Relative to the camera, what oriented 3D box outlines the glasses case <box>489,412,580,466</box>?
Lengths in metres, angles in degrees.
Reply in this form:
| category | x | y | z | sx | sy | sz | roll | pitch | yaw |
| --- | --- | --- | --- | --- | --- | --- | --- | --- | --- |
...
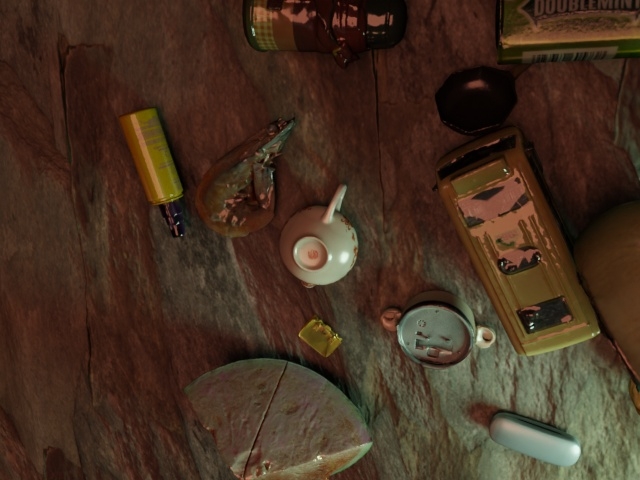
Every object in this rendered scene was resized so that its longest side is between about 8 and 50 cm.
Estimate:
| category | x | y | z | sx | sy | sz | roll | pitch | yaw |
| --- | --- | --- | --- | --- | --- | --- | --- | --- | --- |
| glasses case | 0.435 | 0.406 | 1.191 | 0.179 | 0.045 | 0.067 | 17 | 113 | 12 |

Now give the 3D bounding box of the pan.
| category | x | y | z | sx | sy | sz | roll | pitch | yaw |
| --- | --- | --- | --- | --- | --- | --- | --- | --- | --- |
| pan | 0.300 | -0.240 | 0.987 | 0.202 | 0.048 | 0.128 | -13 | 67 | 12 |

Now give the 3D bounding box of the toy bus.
| category | x | y | z | sx | sy | sz | roll | pitch | yaw |
| --- | --- | --- | --- | --- | --- | --- | --- | --- | --- |
| toy bus | 0.336 | -0.002 | 0.993 | 0.177 | 0.202 | 0.365 | -25 | 99 | 24 |

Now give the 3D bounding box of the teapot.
| category | x | y | z | sx | sy | sz | roll | pitch | yaw |
| --- | --- | --- | --- | --- | --- | --- | --- | --- | --- |
| teapot | 0.000 | 0.000 | 1.162 | 0.159 | 0.116 | 0.245 | 34 | 110 | 16 |

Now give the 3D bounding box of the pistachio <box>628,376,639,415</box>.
| category | x | y | z | sx | sy | sz | roll | pitch | yaw |
| --- | --- | --- | --- | --- | --- | --- | --- | --- | --- |
| pistachio | 0.648 | 0.247 | 1.036 | 0.200 | 0.117 | 0.145 | -41 | 130 | 15 |

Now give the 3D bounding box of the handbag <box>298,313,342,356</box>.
| category | x | y | z | sx | sy | sz | roll | pitch | yaw |
| --- | --- | --- | --- | --- | --- | --- | --- | --- | --- |
| handbag | 0.000 | 0.208 | 1.270 | 0.083 | 0.027 | 0.061 | 40 | 115 | -2 |

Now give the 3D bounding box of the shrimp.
| category | x | y | z | sx | sy | sz | roll | pitch | yaw |
| --- | --- | --- | --- | --- | --- | --- | --- | --- | --- |
| shrimp | -0.138 | -0.118 | 1.181 | 0.164 | 0.062 | 0.317 | 45 | 120 | -6 |

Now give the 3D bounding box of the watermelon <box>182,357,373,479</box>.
| category | x | y | z | sx | sy | sz | roll | pitch | yaw |
| --- | --- | --- | --- | --- | --- | --- | --- | --- | --- |
| watermelon | -0.096 | 0.419 | 1.294 | 0.292 | 0.319 | 0.222 | 56 | 156 | 34 |

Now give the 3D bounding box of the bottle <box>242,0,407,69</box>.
| category | x | y | z | sx | sy | sz | roll | pitch | yaw |
| --- | --- | --- | --- | --- | --- | --- | --- | --- | --- |
| bottle | 0.010 | -0.376 | 0.996 | 0.271 | 0.143 | 0.156 | 9 | 112 | 13 |

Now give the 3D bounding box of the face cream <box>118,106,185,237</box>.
| category | x | y | z | sx | sy | sz | roll | pitch | yaw |
| --- | --- | --- | --- | --- | --- | --- | --- | --- | --- |
| face cream | -0.340 | -0.137 | 1.226 | 0.078 | 0.078 | 0.273 | -10 | 106 | 21 |

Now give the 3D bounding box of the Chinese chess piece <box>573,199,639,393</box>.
| category | x | y | z | sx | sy | sz | roll | pitch | yaw |
| --- | --- | --- | --- | --- | --- | --- | --- | --- | --- |
| Chinese chess piece | 0.523 | 0.107 | 0.879 | 0.146 | 0.349 | 0.349 | -33 | 96 | 29 |

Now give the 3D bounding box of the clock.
| category | x | y | z | sx | sy | sz | roll | pitch | yaw |
| --- | --- | --- | --- | --- | --- | --- | --- | --- | --- |
| clock | 0.231 | 0.182 | 1.168 | 0.229 | 0.063 | 0.155 | 11 | 111 | 15 |

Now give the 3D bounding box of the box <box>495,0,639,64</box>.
| category | x | y | z | sx | sy | sz | roll | pitch | yaw |
| --- | --- | --- | --- | --- | --- | --- | --- | --- | --- |
| box | 0.446 | -0.344 | 0.888 | 0.346 | 0.097 | 0.134 | 3 | 99 | 17 |
